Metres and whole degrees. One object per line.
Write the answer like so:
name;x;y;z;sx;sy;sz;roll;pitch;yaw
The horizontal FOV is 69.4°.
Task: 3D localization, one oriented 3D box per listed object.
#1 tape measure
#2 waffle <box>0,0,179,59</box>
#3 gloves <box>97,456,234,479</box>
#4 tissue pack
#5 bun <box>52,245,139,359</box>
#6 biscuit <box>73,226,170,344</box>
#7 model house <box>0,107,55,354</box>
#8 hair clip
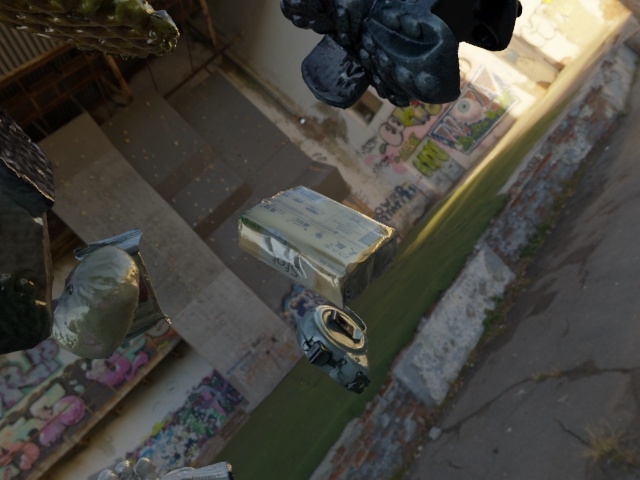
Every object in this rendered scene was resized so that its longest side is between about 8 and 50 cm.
tape measure;0.037;0.163;0.957;0.084;0.164;0.330;-47;12;18
waffle;-0.389;-0.350;0.717;0.302;0.325;0.068;20;104;55
gloves;-0.251;0.406;0.751;0.119;0.229;0.097;110;164;-60
tissue pack;0.000;0.000;0.768;0.186;0.222;0.090;-36;-32;-48
bun;-0.534;0.145;1.092;0.273;0.168;0.272;-26;53;41
biscuit;-0.567;0.136;1.342;0.186;0.309;0.079;-24;21;-33
model house;-0.461;-0.039;0.505;0.298;0.243;0.284;1;-70;-30
hair clip;0.057;-0.273;0.535;0.194;0.310;0.206;-45;-8;-5
